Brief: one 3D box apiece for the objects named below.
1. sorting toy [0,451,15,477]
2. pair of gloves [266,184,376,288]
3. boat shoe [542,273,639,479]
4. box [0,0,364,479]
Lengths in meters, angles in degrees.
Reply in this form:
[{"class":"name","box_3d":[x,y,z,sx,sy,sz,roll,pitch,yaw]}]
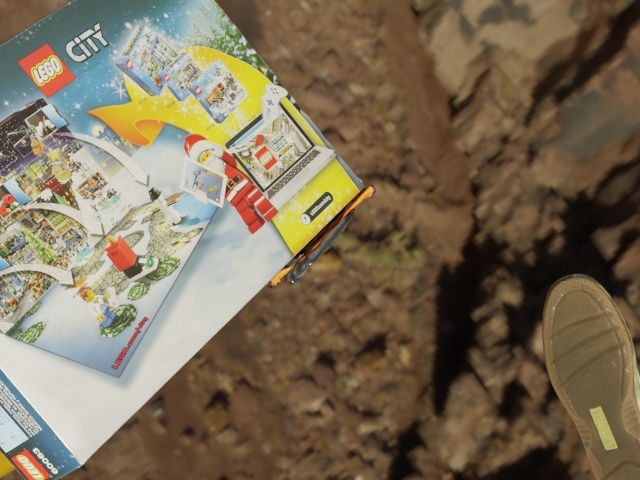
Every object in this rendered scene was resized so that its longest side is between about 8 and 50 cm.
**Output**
[{"class":"sorting toy","box_3d":[-0.320,0.159,1.377,0.126,0.365,0.127,-3,62,-21]},{"class":"pair of gloves","box_3d":[0.000,0.000,0.868,0.010,0.083,0.074,44,76,-6]},{"class":"boat shoe","box_3d":[0.219,0.109,1.142,0.072,0.068,0.190,-45,122,-64]},{"class":"box","box_3d":[-0.097,-0.022,0.671,0.159,0.044,0.233,51,46,-5]}]
